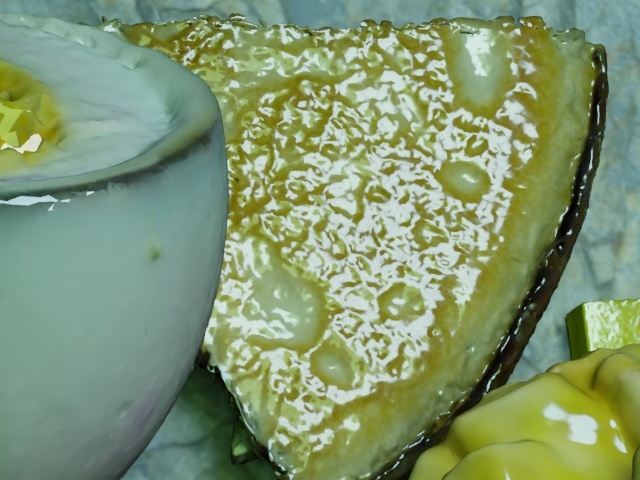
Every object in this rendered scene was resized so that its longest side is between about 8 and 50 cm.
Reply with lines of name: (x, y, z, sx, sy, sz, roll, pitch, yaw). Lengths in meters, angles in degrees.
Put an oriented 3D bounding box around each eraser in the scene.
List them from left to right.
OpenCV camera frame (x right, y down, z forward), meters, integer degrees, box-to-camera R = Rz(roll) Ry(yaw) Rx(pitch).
eraser: (0.248, 0.108, 0.975, 0.097, 0.045, 0.122, -1, 75, -9)

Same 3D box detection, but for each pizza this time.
pizza: (0.029, 0.015, 0.957, 0.435, 0.080, 0.391, -2, 75, -7)

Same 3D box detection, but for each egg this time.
egg: (-0.243, 0.054, 0.784, 0.355, 0.354, 0.339, 6, 115, -6)

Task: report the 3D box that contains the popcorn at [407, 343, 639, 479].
popcorn: (0.213, 0.264, 0.795, 0.354, 0.344, 0.389, 6, 98, 35)
